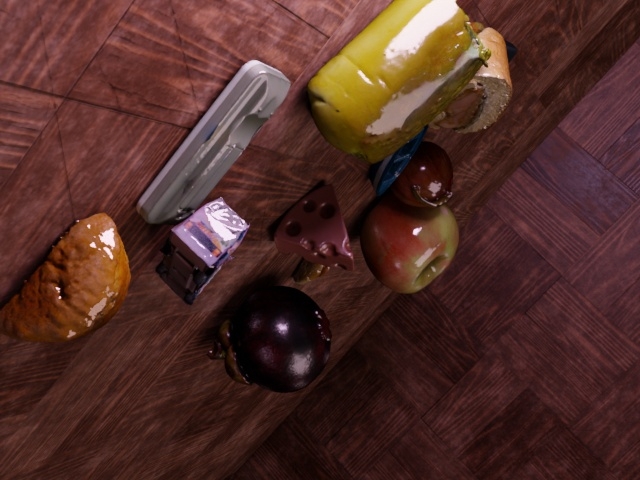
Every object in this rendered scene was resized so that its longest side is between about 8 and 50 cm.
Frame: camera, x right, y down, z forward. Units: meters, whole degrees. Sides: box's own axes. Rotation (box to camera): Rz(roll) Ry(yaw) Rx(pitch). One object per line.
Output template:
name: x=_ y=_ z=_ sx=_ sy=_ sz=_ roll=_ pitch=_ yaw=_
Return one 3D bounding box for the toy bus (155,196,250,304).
toy bus: x=-0.231 y=0.026 z=1.478 sx=0.138 sy=0.112 sz=0.317 roll=-45 pitch=-179 yaw=-23

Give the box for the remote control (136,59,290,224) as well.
remote control: x=-0.179 y=-0.156 z=1.320 sx=0.335 sy=0.065 sz=0.128 roll=-49 pitch=161 yaw=16

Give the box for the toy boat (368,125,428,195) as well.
toy boat: x=0.200 y=-0.235 z=2.054 sx=0.096 sy=0.062 sz=0.299 roll=-30 pitch=157 yaw=-43

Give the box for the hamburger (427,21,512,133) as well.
hamburger: x=0.336 y=-0.388 z=1.750 sx=0.162 sy=0.209 sz=0.330 roll=2 pitch=170 yaw=-1

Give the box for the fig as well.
fig: x=0.295 y=-0.176 z=2.207 sx=0.205 sy=0.205 sz=0.205 roll=-40 pitch=163 yaw=-15

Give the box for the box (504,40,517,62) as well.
box: x=0.440 y=-0.451 z=2.126 sx=0.230 sy=0.050 sz=0.160 roll=-52 pitch=163 yaw=25

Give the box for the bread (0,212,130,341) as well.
bread: x=-0.400 y=0.089 z=1.265 sx=0.260 sy=0.134 sz=0.129 roll=-45 pitch=165 yaw=2

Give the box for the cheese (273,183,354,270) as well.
cheese: x=-0.025 y=-0.010 z=1.918 sx=0.177 sy=0.203 sz=0.128 roll=-14 pitch=163 yaw=-1

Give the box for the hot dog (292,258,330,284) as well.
hot dog: x=-0.002 y=0.053 z=2.258 sx=0.084 sy=0.073 sz=0.243 roll=-20 pitch=151 yaw=-45

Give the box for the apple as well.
apple: x=0.272 y=-0.011 z=2.426 sx=0.319 sy=0.277 sz=0.319 roll=-32 pitch=152 yaw=-20

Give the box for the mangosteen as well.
mangosteen: x=-0.142 y=0.282 z=2.148 sx=0.346 sy=0.307 sz=0.307 roll=-17 pitch=168 yaw=11

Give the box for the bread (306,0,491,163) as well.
bread: x=0.150 y=-0.318 z=1.507 sx=0.376 sy=0.208 sz=0.251 roll=-41 pitch=159 yaw=0
